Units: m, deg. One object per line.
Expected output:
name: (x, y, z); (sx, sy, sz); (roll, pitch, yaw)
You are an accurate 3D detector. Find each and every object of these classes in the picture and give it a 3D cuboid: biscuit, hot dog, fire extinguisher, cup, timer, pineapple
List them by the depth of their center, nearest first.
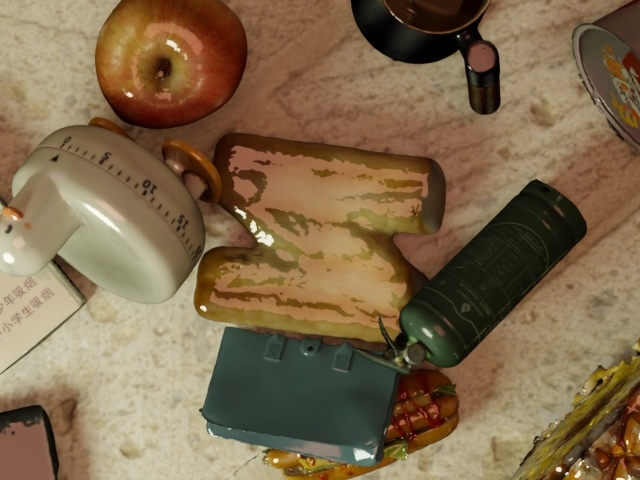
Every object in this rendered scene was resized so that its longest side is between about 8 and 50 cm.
timer: (-0.255, -0.013, 1.780); (0.233, 0.233, 0.240); (37, 66, -3)
pineapple: (0.399, 0.283, 1.780); (0.300, 0.352, 0.352); (39, 87, -2)
cup: (0.156, -0.280, 1.846); (0.239, 0.177, 0.166); (36, 87, -3)
fire extinguisher: (0.178, 0.056, 1.849); (0.114, 0.095, 0.311); (46, 73, -4)
cup: (0.473, -0.250, 1.873); (0.288, 0.203, 0.203); (-35, 92, -9)
hot dog: (0.049, 0.231, 1.886); (0.250, 0.076, 0.104); (-16, 91, -6)
biscuit: (0.000, 0.000, 1.890); (0.290, 0.062, 0.237); (6, 88, -4)

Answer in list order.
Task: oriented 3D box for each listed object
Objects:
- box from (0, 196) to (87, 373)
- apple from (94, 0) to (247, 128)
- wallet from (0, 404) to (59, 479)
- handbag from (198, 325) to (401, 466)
box: (-0.422, 0.027, 1.858); (0.168, 0.071, 0.259); (-39, 91, -3)
apple: (-0.175, -0.222, 1.830); (0.199, 0.199, 0.199); (0, 89, -4)
wallet: (-0.506, 0.343, 1.857); (0.405, 0.062, 0.229); (-10, 90, -5)
handbag: (-0.022, 0.181, 1.852); (0.221, 0.057, 0.144); (7, 59, 10)
